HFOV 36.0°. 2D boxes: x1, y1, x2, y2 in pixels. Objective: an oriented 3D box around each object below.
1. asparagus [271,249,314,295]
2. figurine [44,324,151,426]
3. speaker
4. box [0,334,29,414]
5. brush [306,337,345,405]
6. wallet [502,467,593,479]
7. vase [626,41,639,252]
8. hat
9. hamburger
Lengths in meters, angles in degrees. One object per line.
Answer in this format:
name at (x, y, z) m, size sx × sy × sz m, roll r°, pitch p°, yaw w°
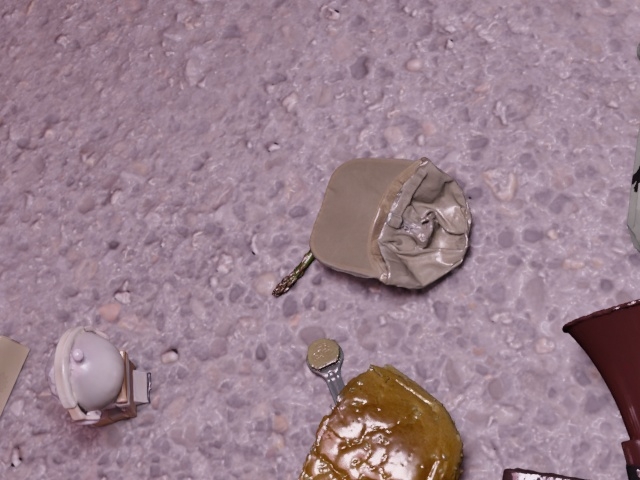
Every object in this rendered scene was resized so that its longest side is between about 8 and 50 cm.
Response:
asparagus at (0.000, 0.000, 1.682) m, size 0.248 × 0.024 × 0.025 m, roll -52°, pitch 19°, yaw -6°
figurine at (-0.378, 0.225, 1.611) m, size 0.141 × 0.237 × 0.162 m, roll -7°, pitch 69°, yaw 9°
speaker at (0.508, 0.236, 1.358) m, size 0.259 × 0.198 × 0.329 m, roll -11°, pitch 76°, yaw -28°
box at (-0.663, 0.234, 1.785) m, size 0.212 × 0.095 × 0.168 m, roll 14°, pitch 72°, yaw 25°
brush at (0.043, 0.271, 1.548) m, size 0.062 × 0.027 × 0.266 m, roll -24°, pitch 62°, yaw 1°
wallet at (0.330, 0.439, 1.362) m, size 0.182 × 0.049 × 0.229 m, roll 4°, pitch 72°, yaw 22°
vase at (0.542, -0.145, 1.477) m, size 0.165 × 0.165 × 0.360 m, roll -2°, pitch 64°, yaw 19°
hat at (0.117, -0.027, 1.621) m, size 0.245 × 0.149 × 0.214 m, roll 11°, pitch 79°, yaw 53°
hamburger at (0.089, 0.345, 1.431) m, size 0.211 × 0.132 × 0.309 m, roll 26°, pitch 74°, yaw 21°
